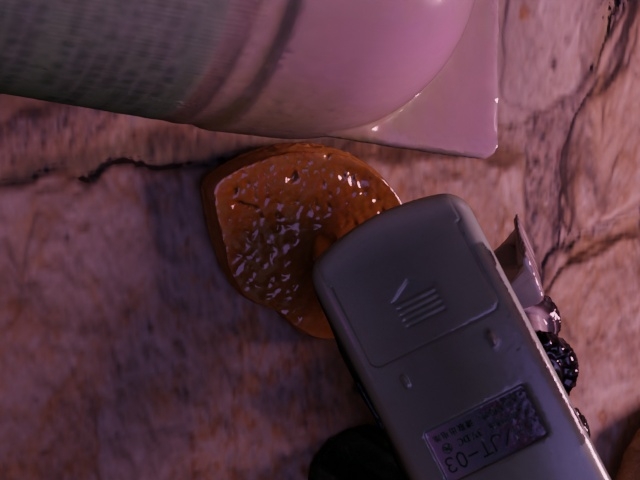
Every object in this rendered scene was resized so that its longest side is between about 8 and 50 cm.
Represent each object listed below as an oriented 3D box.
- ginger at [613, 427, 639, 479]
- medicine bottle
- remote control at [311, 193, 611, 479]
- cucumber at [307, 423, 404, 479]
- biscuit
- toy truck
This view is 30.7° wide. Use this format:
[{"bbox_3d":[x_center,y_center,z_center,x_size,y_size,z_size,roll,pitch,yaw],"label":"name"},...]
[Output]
[{"bbox_3d":[0.327,0.252,1.142,0.133,0.059,0.214,36,85,-22],"label":"ginger"},{"bbox_3d":[-0.055,-0.184,0.717,0.406,0.236,0.235,7,101,-27],"label":"medicine bottle"},{"bbox_3d":[0.107,0.114,0.878,0.140,0.056,0.296,-28,87,3],"label":"remote control"},{"bbox_3d":[0.071,0.199,0.966,0.116,0.115,0.062,11,98,-37],"label":"cucumber"},{"bbox_3d":[0.000,0.000,0.916,0.221,0.029,0.142,31,90,-30],"label":"biscuit"},{"bbox_3d":[0.166,0.129,0.984,0.111,0.136,0.285,-12,107,9],"label":"toy truck"}]
